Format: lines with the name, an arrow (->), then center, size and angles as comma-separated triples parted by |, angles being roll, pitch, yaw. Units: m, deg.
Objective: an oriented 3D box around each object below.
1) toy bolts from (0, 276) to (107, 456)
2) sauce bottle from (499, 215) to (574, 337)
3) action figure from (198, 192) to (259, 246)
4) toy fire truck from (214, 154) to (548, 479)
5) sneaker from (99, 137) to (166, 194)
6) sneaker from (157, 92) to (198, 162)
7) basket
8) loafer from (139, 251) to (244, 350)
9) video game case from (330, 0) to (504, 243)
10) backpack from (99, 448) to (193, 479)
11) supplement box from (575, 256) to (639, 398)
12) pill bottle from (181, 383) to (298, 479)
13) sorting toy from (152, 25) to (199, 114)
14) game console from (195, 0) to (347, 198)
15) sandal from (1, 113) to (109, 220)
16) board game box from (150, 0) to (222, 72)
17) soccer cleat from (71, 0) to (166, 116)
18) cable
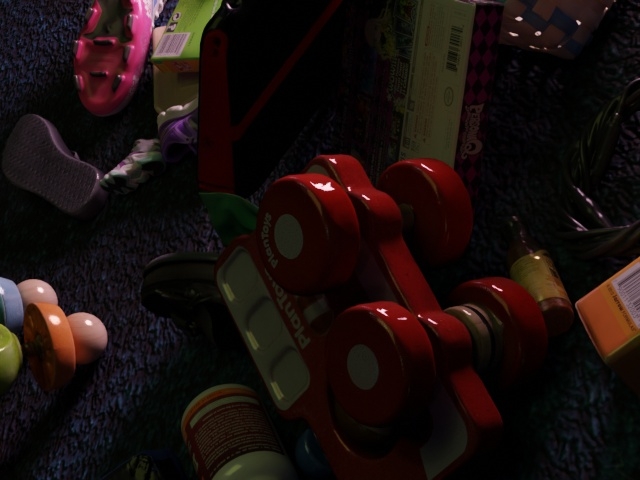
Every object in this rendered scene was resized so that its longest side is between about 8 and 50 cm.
toy bolts -> -0.359, 0.138, 1.622 | 0.228, 0.158, 0.218 | 44, 133, 44
sauce bottle -> 0.185, 0.028, 1.197 | 0.042, 0.042, 0.128 | -34, 41, 19
action figure -> 0.000, 0.000, 1.365 | 0.232, 0.137, 0.063 | 6, 54, 38
toy fire truck -> 0.031, 0.083, 1.188 | 0.254, 0.169, 0.302 | -49, 61, 44
sneaker -> -0.235, -0.101, 1.745 | 0.098, 0.038, 0.069 | -20, 43, 20
sneaker -> -0.131, -0.138, 1.664 | 0.170, 0.068, 0.071 | -25, 58, 41
basket -> 0.214, -0.339, 1.354 | 0.255, 0.201, 0.289 | 19, 82, 52
loafer -> -0.083, 0.071, 1.384 | 0.302, 0.109, 0.095 | -2, 61, 41
video game case -> 0.086, -0.135, 1.335 | 0.210, 0.042, 0.232 | 31, 120, 53
backpack -> -0.147, 0.265, 1.282 | 0.098, 0.101, 0.120 | -39, 70, 20
supplement box -> 0.315, 0.023, 1.041 | 0.233, 0.078, 0.080 | -36, 36, 16
pill bottle -> -0.071, 0.208, 1.262 | 0.086, 0.086, 0.152 | -43, 37, 9
sorting toy -> -0.124, -0.262, 1.776 | 0.208, 0.038, 0.193 | -28, 41, 18
game console -> -0.010, -0.247, 1.406 | 0.060, 0.342, 0.386 | 28, 65, 12
sandal -> -0.356, -0.090, 1.853 | 0.097, 0.054, 0.254 | -55, 46, 4
board game box -> -0.090, -0.266, 1.688 | 0.259, 0.039, 0.124 | 3, 63, 42
soccer cleat -> -0.261, -0.325, 1.920 | 0.116, 0.143, 0.331 | -2, 79, 26
cable -> 0.274, -0.062, 1.191 | 0.150, 0.047, 0.184 | -16, 50, 43
